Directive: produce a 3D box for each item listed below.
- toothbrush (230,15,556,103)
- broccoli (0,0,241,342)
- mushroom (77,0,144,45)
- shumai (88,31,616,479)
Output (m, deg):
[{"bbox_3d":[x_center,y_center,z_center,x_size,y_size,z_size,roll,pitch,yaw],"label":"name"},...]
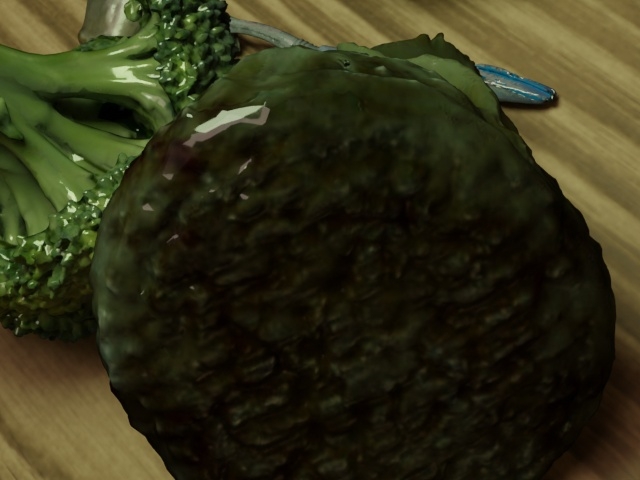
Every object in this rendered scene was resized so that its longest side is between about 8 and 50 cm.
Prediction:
[{"bbox_3d":[0.031,-0.165,1.546,0.413,0.042,0.035,14,32,34],"label":"toothbrush"},{"bbox_3d":[-0.209,-0.066,1.457,0.375,0.302,0.249,-44,69,13],"label":"broccoli"},{"bbox_3d":[-0.177,-0.333,1.728,0.109,0.097,0.351,-7,61,26],"label":"mushroom"},{"bbox_3d":[0.000,0.000,1.293,0.395,0.395,0.348,-35,29,6],"label":"shumai"}]
